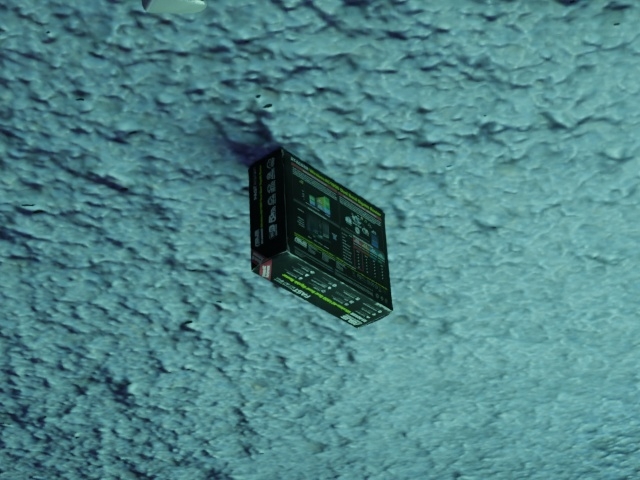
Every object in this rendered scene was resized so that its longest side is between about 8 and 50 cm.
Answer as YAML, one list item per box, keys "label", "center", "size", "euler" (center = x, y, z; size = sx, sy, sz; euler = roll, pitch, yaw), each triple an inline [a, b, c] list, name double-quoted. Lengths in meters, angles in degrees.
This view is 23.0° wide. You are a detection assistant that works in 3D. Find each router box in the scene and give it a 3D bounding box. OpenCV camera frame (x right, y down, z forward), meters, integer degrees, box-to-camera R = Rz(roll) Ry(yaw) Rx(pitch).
- label: "router box"
  center: [0.000, 0.000, 1.168]
  size: [0.038, 0.092, 0.122]
  euler: [-27, 139, 32]

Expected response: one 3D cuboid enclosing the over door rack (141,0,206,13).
- label: "over door rack"
  center: [0.082, -0.222, 0.752]
  size: [0.324, 0.108, 0.239]
  euler: [-13, 169, -22]
